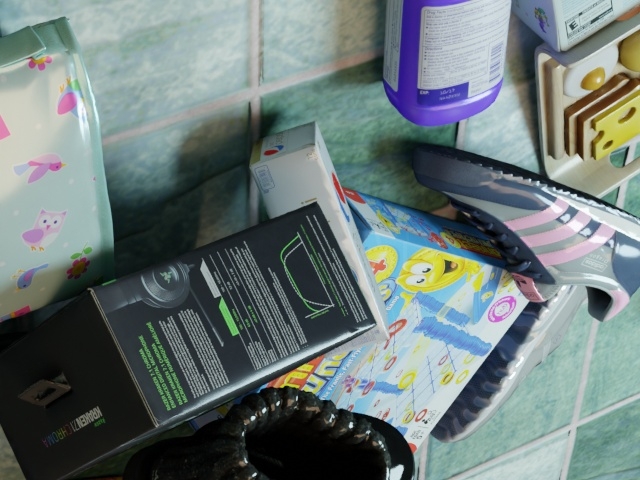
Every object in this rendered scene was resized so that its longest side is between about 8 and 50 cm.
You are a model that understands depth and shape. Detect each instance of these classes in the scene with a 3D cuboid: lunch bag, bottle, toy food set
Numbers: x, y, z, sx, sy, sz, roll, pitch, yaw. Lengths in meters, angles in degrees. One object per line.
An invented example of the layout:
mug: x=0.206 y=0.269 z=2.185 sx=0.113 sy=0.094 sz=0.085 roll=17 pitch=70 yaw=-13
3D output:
lunch bag: x=-0.291 y=-0.054 z=1.352 sx=0.223 sy=0.160 sz=0.262 roll=-21 pitch=143 yaw=-21
bottle: x=0.120 y=-0.240 z=1.555 sx=0.118 sy=0.092 sz=0.283 roll=-20 pitch=137 yaw=-20
toy food set: x=0.345 y=-0.164 z=1.782 sx=0.220 sy=0.092 sz=0.306 roll=-33 pitch=151 yaw=-9

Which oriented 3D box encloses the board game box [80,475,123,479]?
board game box: x=-0.325 y=0.501 z=1.696 sx=0.356 sy=0.356 sz=0.356 roll=1 pitch=127 yaw=-39

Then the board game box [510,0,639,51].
board game box: x=0.267 y=-0.354 z=1.564 sx=0.224 sy=0.097 sz=0.303 roll=-33 pitch=142 yaw=-10

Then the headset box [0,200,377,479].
headset box: x=-0.140 y=0.101 z=1.516 sx=0.283 sy=0.131 sz=0.246 roll=-23 pitch=174 yaw=-39

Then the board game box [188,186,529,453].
board game box: x=0.048 y=0.110 z=1.838 sx=0.302 sy=0.086 sz=0.308 roll=14 pitch=117 yaw=-46

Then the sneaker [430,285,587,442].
sneaker: x=0.232 y=0.134 z=1.996 sx=0.115 sy=0.105 sz=0.281 roll=24 pitch=110 yaw=-48

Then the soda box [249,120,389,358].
soda box: x=0.000 y=0.000 z=1.621 sx=0.069 sy=0.074 sz=0.216 roll=-18 pitch=111 yaw=7

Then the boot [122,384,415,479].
boot: x=0.004 y=0.218 z=1.636 sx=0.348 sy=0.131 sz=0.260 roll=-5 pitch=164 yaw=-35

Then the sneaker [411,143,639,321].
sneaker: x=0.220 y=-0.004 z=1.781 sx=0.319 sy=0.112 sz=0.131 roll=20 pitch=98 yaw=-24

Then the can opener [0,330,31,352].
can opener: x=-0.323 y=0.110 z=1.559 sx=0.186 sy=0.059 sz=0.073 roll=2 pitch=132 yaw=-40
